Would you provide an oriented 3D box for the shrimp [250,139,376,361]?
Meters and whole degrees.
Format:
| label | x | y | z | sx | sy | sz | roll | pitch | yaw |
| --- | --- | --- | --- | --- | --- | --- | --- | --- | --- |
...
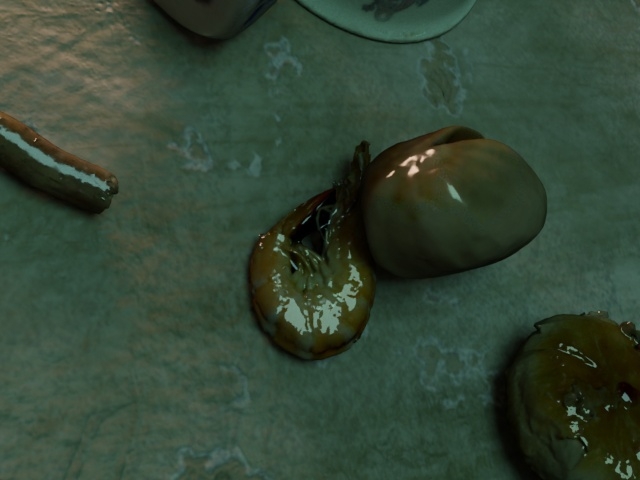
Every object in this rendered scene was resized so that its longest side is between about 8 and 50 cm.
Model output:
| label | x | y | z | sx | sy | sz | roll | pitch | yaw |
| --- | --- | --- | --- | --- | --- | --- | --- | --- | --- |
| shrimp | 0.000 | 0.000 | 1.135 | 0.152 | 0.063 | 0.287 | 16 | 66 | -12 |

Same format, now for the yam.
| label | x | y | z | sx | sy | sz | roll | pitch | yaw |
| --- | --- | --- | --- | --- | --- | --- | --- | --- | --- |
| yam | -0.320 | -0.099 | 0.990 | 0.241 | 0.057 | 0.057 | 29 | 60 | -16 |

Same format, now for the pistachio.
| label | x | y | z | sx | sy | sz | roll | pitch | yaw |
| --- | --- | --- | --- | --- | --- | --- | --- | --- | --- |
| pistachio | 0.156 | -0.033 | 1.139 | 0.166 | 0.197 | 0.288 | 38 | 15 | 36 |

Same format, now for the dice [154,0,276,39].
| label | x | y | z | sx | sy | sz | roll | pitch | yaw |
| --- | --- | --- | --- | --- | --- | --- | --- | --- | --- |
| dice | -0.107 | -0.364 | 1.117 | 0.192 | 0.194 | 0.193 | 46 | 60 | -6 |

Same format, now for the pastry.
| label | x | y | z | sx | sy | sz | roll | pitch | yaw |
| --- | --- | --- | --- | --- | --- | --- | --- | --- | --- |
| pastry | 0.345 | 0.206 | 1.199 | 0.235 | 0.121 | 0.257 | -29 | 77 | -38 |

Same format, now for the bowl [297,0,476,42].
| label | x | y | z | sx | sy | sz | roll | pitch | yaw |
| --- | --- | --- | --- | --- | --- | --- | --- | --- | --- |
| bowl | 0.099 | -0.502 | 1.294 | 0.434 | 0.196 | 0.435 | 10 | 67 | -26 |
